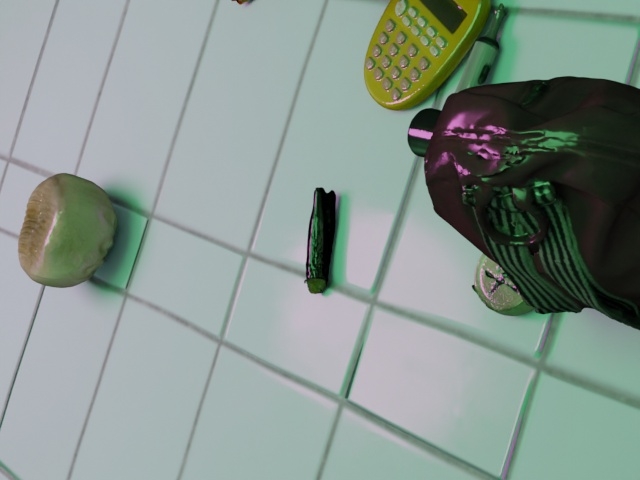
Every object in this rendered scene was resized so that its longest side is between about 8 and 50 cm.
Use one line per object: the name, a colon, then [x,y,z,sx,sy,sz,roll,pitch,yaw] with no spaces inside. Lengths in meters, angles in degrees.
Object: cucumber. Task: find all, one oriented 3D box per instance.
cucumber: [0.000,0.000,1.315,0.034,0.033,0.135,140,137,-72]

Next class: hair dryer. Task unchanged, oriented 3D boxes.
hair dryer: [0.177,-0.180,1.180,0.100,0.057,0.198,18,86,44]

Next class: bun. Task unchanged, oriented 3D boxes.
bun: [-0.400,-0.014,1.654,0.193,0.128,0.178,17,91,57]

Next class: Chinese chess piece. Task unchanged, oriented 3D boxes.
Chinese chess piece: [0.203,0.038,1.098,0.084,0.034,0.084,-15,68,41]

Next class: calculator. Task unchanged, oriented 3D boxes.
calculator: [0.133,-0.263,1.255,0.235,0.032,0.146,-53,48,23]

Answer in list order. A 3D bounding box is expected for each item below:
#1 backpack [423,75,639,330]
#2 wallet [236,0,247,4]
backpack: [0.236,-0.030,0.883,0.283,0.317,0.197,10,84,45]
wallet: [-0.100,-0.486,1.528,0.141,0.067,0.241,-24,62,36]
